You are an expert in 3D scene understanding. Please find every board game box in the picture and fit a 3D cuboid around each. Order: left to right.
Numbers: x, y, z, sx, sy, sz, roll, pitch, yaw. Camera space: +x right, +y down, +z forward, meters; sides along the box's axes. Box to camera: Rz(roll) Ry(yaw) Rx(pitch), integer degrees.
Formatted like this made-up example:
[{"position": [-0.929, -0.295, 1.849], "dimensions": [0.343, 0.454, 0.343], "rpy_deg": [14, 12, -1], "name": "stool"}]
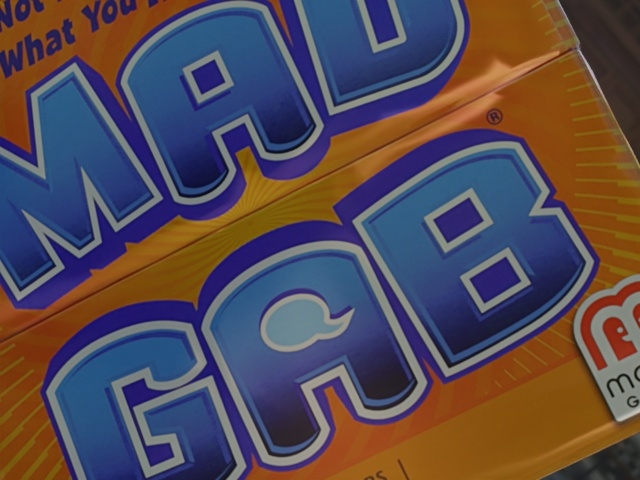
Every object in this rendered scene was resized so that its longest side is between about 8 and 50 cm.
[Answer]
[{"position": [0.000, 0.000, 0.913], "dimensions": [0.356, 0.356, 0.356], "rpy_deg": [65, 8, 9], "name": "board game box"}]
